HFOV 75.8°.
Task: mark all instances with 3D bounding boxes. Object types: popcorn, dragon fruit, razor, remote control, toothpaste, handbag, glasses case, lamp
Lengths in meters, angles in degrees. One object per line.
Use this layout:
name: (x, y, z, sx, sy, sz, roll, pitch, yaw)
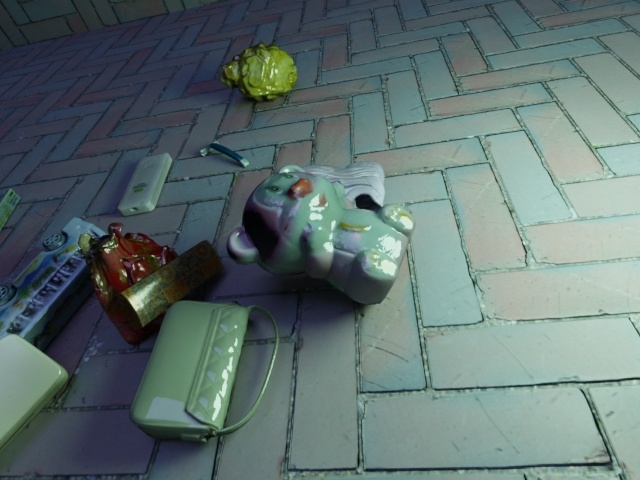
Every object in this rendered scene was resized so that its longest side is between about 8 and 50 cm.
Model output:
popcorn: (-0.209, -0.581, 1.399, 0.265, 0.193, 0.233, -12, 36, -20)
dragon fruit: (-0.383, 0.050, 0.840, 0.134, 0.212, 0.262, -27, 51, 1)
razor: (-0.282, -0.260, 1.220, 0.191, 0.037, 0.068, 27, 58, 35)
remote control: (-0.508, -0.170, 1.199, 0.103, 0.034, 0.250, -10, 45, 6)
toothpaste: (-0.966, -0.089, 1.243, 0.034, 0.046, 0.164, -16, 45, 6)
handbag: (-0.184, 0.216, 0.712, 0.219, 0.079, 0.256, 0, 47, 7)
glasses case: (-0.595, 0.318, 0.687, 0.131, 0.070, 0.313, 36, 58, -2)
glasses case: (-0.290, 0.080, 0.811, 0.049, 0.075, 0.218, -25, 11, 39)
lamp: (0.000, 0.000, 0.781, 0.300, 0.247, 0.247, 24, 58, 6)

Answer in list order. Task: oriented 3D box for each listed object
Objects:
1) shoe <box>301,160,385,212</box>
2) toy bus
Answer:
shoe: (0.034, -0.107, 0.945, 0.244, 0.095, 0.138, -6, 43, 1)
toy bus: (-0.596, 0.098, 0.920, 0.135, 0.109, 0.330, 12, 51, 13)
